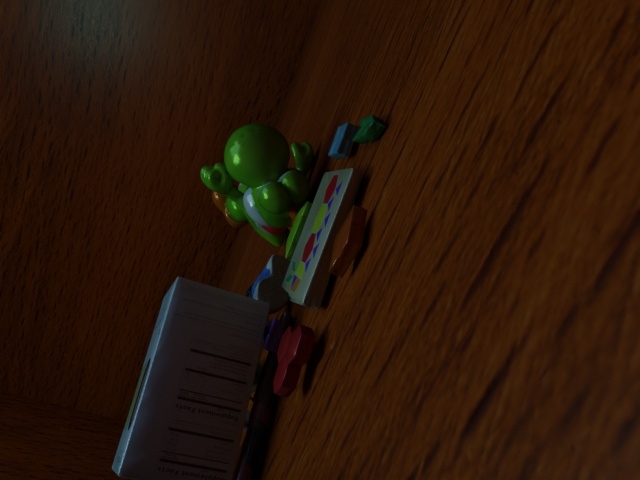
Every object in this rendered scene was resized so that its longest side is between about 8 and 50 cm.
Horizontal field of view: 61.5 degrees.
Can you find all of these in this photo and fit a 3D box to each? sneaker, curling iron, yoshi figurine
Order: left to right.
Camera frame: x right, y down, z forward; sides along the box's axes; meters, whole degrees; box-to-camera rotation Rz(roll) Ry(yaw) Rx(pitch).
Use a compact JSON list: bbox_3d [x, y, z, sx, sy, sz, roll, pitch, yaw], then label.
[{"bbox_3d":[-0.082,0.224,0.710,0.068,0.035,0.274,133,153,-64],"label":"curling iron"},{"bbox_3d":[-0.111,-0.119,0.996,0.203,0.203,0.362,-66,14,-7],"label":"yoshi figurine"},{"bbox_3d":[-0.088,0.092,0.872,0.084,0.058,0.152,-59,12,26],"label":"sneaker"}]

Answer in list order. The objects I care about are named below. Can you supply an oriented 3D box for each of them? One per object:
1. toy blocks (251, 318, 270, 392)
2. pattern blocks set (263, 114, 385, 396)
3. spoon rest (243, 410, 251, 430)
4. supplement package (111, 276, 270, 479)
[{"bbox_3d":[-0.110,0.178,0.863,0.148,0.054,0.123,157,129,-75],"label":"toy blocks"},{"bbox_3d":[0.000,0.000,0.676,0.285,0.026,0.324,-132,63,-73],"label":"pattern blocks set"},{"bbox_3d":[-0.184,0.387,0.814,0.137,0.084,0.276,-163,92,-78],"label":"spoon rest"},{"bbox_3d":[-0.172,0.195,0.722,0.139,0.134,0.244,140,145,-59],"label":"supplement package"}]
